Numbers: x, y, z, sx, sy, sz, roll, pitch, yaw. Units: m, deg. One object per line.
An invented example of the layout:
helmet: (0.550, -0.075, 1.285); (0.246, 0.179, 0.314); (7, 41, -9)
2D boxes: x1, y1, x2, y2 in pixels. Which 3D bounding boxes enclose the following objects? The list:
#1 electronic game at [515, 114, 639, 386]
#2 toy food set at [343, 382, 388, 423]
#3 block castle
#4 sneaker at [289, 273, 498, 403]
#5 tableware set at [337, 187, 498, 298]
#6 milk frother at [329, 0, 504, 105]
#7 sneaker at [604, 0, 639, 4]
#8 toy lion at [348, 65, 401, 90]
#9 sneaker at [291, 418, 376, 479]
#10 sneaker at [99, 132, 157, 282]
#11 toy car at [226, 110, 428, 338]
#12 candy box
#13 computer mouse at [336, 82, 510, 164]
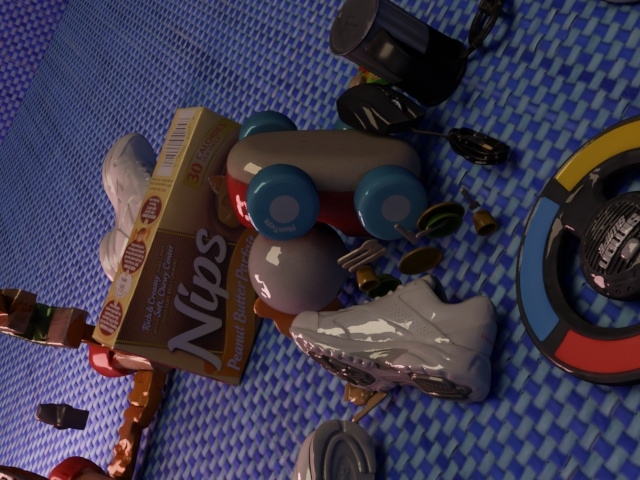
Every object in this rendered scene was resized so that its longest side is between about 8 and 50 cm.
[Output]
electronic game: (0.246, 0.003, 0.749); (0.229, 0.048, 0.229); (-34, 44, 41)
toy food set: (0.047, 0.131, 0.994); (0.078, 0.019, 0.122); (-47, 36, 30)
block castle: (-0.449, 0.212, 1.288); (0.213, 0.453, 0.303); (-3, 69, 48)
sneaker: (0.075, 0.086, 0.916); (0.232, 0.090, 0.115); (6, 60, 37)
tableware set: (0.101, 0.011, 0.925); (0.154, 0.104, 0.024); (-30, 57, 16)
milk frother: (0.109, -0.234, 1.023); (0.129, 0.135, 0.143); (35, 100, 57)
sneaker: (0.289, -0.261, 0.799); (0.271, 0.108, 0.100); (34, 101, 59)
toy lion: (0.079, -0.225, 1.166); (0.100, 0.034, 0.096); (-9, 55, 54)
sneaker: (0.004, 0.296, 0.911); (0.095, 0.090, 0.235); (-43, 34, 55)
sneaker: (-0.280, -0.065, 1.555); (0.152, 0.114, 0.305); (-29, 51, 27)
toy car: (0.000, 0.000, 1.044); (0.219, 0.210, 0.238); (-108, 19, -64)
candy box: (-0.145, 0.008, 1.205); (0.087, 0.183, 0.316); (12, 80, 59)
computer mouse: (0.104, -0.129, 0.993); (0.242, 0.071, 0.041); (26, 123, 43)
